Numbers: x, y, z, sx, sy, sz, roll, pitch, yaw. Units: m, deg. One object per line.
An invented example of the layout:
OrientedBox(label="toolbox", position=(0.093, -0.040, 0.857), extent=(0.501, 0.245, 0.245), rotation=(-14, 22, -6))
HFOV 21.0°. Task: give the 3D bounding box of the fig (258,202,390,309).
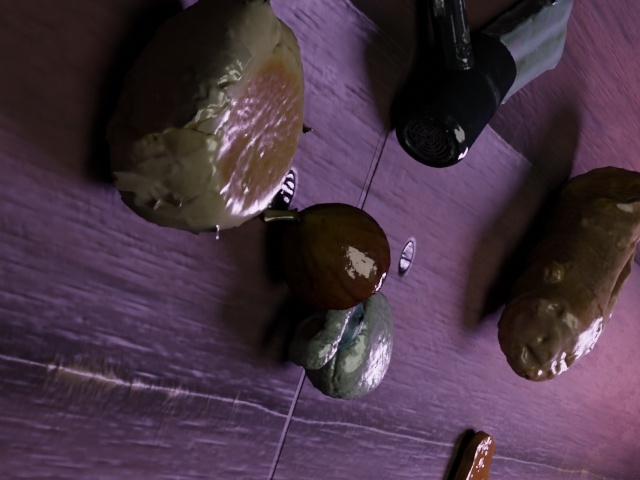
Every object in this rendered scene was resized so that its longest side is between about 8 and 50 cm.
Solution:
OrientedBox(label="fig", position=(0.000, 0.000, 1.353), extent=(0.125, 0.089, 0.089), rotation=(47, 61, -51))

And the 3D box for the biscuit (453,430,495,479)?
OrientedBox(label="biscuit", position=(0.177, 0.298, 2.071), extent=(0.140, 0.023, 0.118), rotation=(-69, 158, -10))

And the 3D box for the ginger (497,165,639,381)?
OrientedBox(label="ginger", position=(0.309, 0.032, 2.053), extent=(0.354, 0.126, 0.190), rotation=(-57, 148, -31))

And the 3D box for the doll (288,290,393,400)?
OrientedBox(label="doll", position=(0.026, 0.085, 1.479), extent=(0.214, 0.071, 0.103), rotation=(13, 95, -72))

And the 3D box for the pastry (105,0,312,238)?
OrientedBox(label="pastry", position=(-0.070, -0.080, 1.104), extent=(0.166, 0.088, 0.166), rotation=(-50, 148, -47))

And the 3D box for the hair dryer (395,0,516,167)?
OrientedBox(label="hair dryer", position=(0.110, -0.181, 1.506), extent=(0.124, 0.071, 0.219), rotation=(-53, 145, -39))

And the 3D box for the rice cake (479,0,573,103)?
OrientedBox(label="rice cake", position=(0.202, -0.196, 1.736), extent=(0.226, 0.040, 0.085), rotation=(-37, 140, -56))
